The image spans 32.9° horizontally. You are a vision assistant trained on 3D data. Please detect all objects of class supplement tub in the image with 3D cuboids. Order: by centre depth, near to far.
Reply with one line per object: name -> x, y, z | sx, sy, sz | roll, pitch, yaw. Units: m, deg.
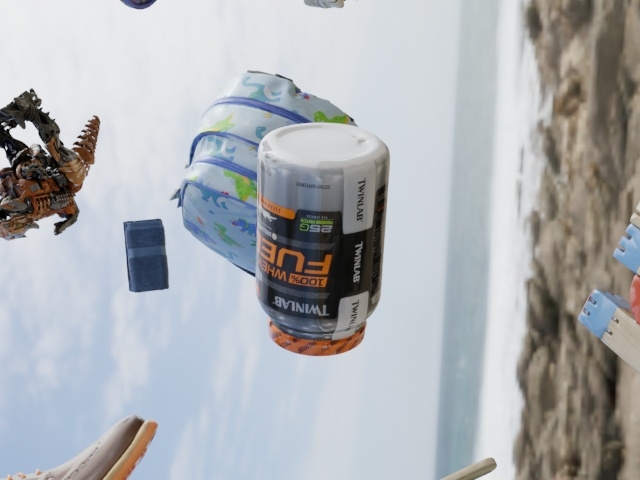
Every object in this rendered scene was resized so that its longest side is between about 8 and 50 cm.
supplement tub -> 0.000, 0.000, 0.967 | 0.117, 0.117, 0.190 | -73, -14, -65

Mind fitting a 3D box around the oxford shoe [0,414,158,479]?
oxford shoe -> -0.346, 0.311, 1.271 | 0.363, 0.133, 0.130 | -41, -7, -30

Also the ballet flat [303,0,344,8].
ballet flat -> 0.040, -0.407, 1.752 | 0.057, 0.168, 0.052 | 27, -130, -49

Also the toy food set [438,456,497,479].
toy food set -> 0.101, 0.242, 0.820 | 0.039, 0.132, 0.192 | 64, 180, 40

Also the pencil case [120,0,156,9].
pencil case -> -0.286, -0.344, 1.175 | 0.119, 0.306, 0.133 | -63, -27, -5

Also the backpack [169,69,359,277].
backpack -> -0.062, -0.074, 1.496 | 0.273, 0.290, 0.356 | -55, -9, -37

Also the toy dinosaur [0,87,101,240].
toy dinosaur -> -0.473, -0.125, 1.818 | 0.218, 0.164, 0.322 | 50, -163, -13

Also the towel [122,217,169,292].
towel -> -0.282, 0.025, 1.756 | 0.029, 0.067, 0.120 | 157, 108, -68

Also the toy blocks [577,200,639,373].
toy blocks -> 0.465, 0.034, 1.283 | 0.381, 0.190, 0.261 | -66, 32, 17
